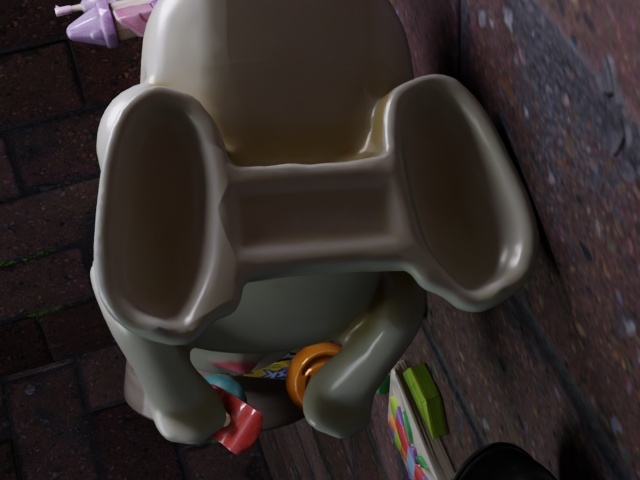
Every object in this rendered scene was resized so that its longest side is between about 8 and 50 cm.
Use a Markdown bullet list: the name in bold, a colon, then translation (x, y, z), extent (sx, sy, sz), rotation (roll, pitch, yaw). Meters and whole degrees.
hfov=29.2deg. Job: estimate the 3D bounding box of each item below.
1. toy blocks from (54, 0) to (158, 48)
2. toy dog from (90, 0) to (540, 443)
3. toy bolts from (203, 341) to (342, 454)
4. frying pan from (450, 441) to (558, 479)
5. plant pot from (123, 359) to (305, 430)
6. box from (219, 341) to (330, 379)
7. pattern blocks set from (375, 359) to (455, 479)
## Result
- **toy blocks**: translation (-0.141, -0.230, 1.314), extent (0.288, 0.260, 0.308), rotation (-125, 21, -62)
- **toy dog**: translation (-0.070, -0.027, 0.975), extent (0.408, 0.285, 0.395), rotation (121, 133, -67)
- **toy bolts**: translation (-0.084, 0.181, 1.677), extent (0.218, 0.228, 0.158), rotation (38, 176, -16)
- **frying pan**: translation (0.147, 0.299, 0.858), extent (0.053, 0.197, 0.326), rotation (-4, 107, 38)
- **plant pot**: translation (-0.157, 0.126, 2.009), extent (0.323, 0.323, 0.280), rotation (-130, 42, -69)
- **box**: translation (-0.071, 0.171, 1.839), extent (0.059, 0.169, 0.054), rotation (90, -174, -59)
- **pattern blocks set**: translation (0.110, 0.237, 1.333), extent (0.324, 0.026, 0.285), rotation (-115, 13, -48)
